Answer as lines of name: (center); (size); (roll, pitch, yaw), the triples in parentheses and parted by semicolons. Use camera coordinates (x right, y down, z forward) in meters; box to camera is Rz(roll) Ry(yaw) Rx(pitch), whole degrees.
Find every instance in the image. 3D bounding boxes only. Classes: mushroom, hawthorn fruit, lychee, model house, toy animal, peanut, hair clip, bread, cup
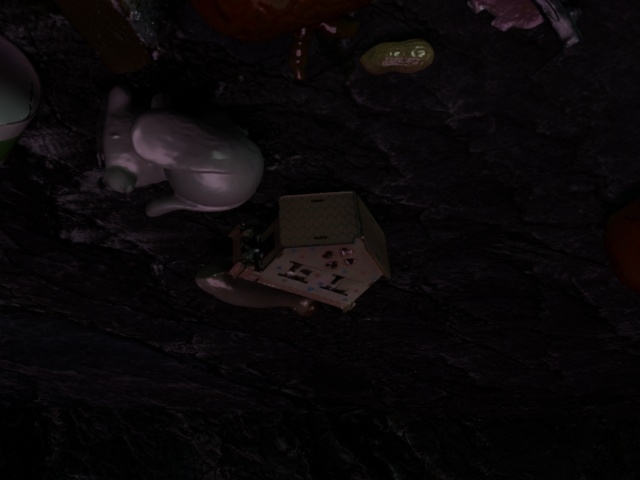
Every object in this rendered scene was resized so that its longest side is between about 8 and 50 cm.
mushroom: (-0.147, 0.110, 1.587); (0.350, 0.128, 0.128); (20, 147, -35)
hawthorn fruit: (0.641, 0.025, 1.258); (0.185, 0.202, 0.185); (3, 157, 1)
lychee: (-0.037, -0.329, 0.731); (0.255, 0.255, 0.300); (-9, 114, 23)
model house: (0.000, 0.000, 1.371); (0.326, 0.169, 0.244); (20, 139, -26)
toy animal: (-0.253, -0.147, 1.133); (0.289, 0.174, 0.249); (-6, 148, 21)
peanut: (0.115, -0.275, 0.984); (0.113, 0.054, 0.054); (-1, 149, 15)
hair clip: (0.286, -0.331, 0.873); (0.187, 0.056, 0.146); (32, 142, -24)
bread: (-0.296, -0.392, 0.741); (0.113, 0.165, 0.416); (-5, 148, 20)
cup: (-0.600, -0.199, 1.057); (0.274, 0.253, 0.253); (-29, 136, 33)
